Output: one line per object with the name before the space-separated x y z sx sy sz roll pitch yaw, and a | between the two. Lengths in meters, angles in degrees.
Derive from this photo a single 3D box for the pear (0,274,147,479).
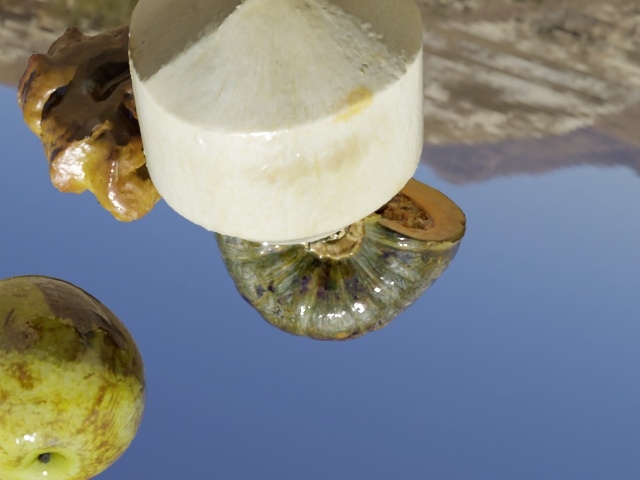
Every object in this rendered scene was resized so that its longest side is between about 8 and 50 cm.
pear | -0.358 0.176 1.985 0.283 0.284 0.283 18 -170 -3

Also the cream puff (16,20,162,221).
cream puff | -0.233 -0.147 1.829 0.241 0.269 0.155 -8 149 -4

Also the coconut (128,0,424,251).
coconut | -0.046 -0.160 1.539 0.323 0.323 0.323 18 -170 -3

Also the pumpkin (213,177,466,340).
pumpkin | 0.000 0.000 1.980 0.325 0.232 0.242 25 -150 1
